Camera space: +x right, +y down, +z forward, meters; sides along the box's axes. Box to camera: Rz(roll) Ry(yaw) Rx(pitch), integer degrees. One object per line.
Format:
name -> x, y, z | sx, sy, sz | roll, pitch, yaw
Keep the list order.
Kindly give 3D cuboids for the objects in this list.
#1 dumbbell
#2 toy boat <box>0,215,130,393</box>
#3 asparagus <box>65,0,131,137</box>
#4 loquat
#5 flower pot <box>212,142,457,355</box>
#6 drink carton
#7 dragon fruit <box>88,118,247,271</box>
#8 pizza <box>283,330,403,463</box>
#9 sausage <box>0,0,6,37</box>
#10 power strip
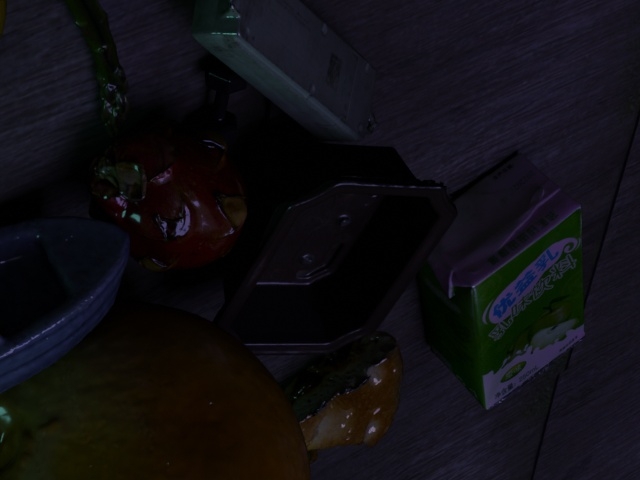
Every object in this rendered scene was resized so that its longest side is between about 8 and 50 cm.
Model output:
dumbbell -> -0.084, -0.118, 1.630 | 0.036, 0.040, 0.083 | 4, 132, -12
toy boat -> -0.280, 0.062, 1.529 | 0.283, 0.127, 0.078 | -24, 145, -15
asparagus -> -0.177, -0.155, 1.489 | 0.034, 0.027, 0.236 | -31, 148, -11
loquat -> -0.169, 0.210, 1.666 | 0.328, 0.328, 0.328 | -29, 146, -22
flower pot -> 0.000, 0.000, 1.751 | 0.179, 0.084, 0.251 | 2, 140, -30
drink carton -> 0.193, 0.051, 2.084 | 0.161, 0.108, 0.271 | -36, 147, -16
dragon fruit -> -0.117, -0.031, 1.645 | 0.125, 0.125, 0.246 | -44, 167, -2
pizza -> 0.000, 0.178, 2.060 | 0.194, 0.069, 0.154 | -21, 143, -22
sausage -> -0.293, -0.207, 1.202 | 0.123, 0.123, 0.347 | -39, 150, -6
power strip -> -0.028, -0.157, 1.607 | 0.272, 0.052, 0.078 | 34, 63, -58
